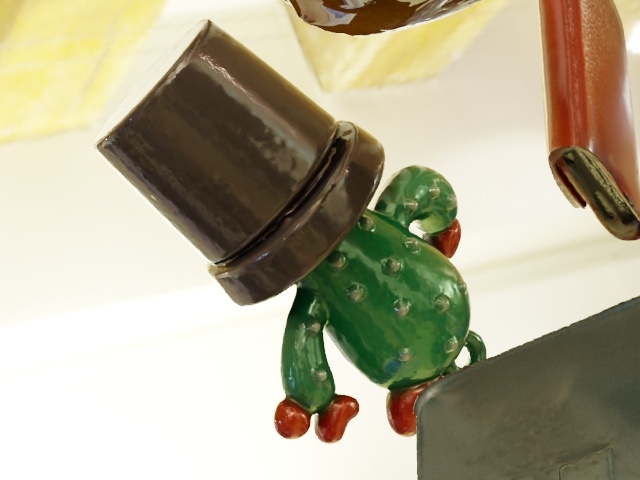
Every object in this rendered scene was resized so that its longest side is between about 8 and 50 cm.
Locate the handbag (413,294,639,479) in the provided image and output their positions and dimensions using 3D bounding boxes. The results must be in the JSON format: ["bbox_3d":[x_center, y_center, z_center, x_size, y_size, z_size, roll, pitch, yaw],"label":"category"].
[{"bbox_3d":[0.168,0.131,0.953,0.229,0.179,0.062,-26,-54,24],"label":"handbag"}]

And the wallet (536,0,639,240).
[{"bbox_3d":[0.207,-0.115,1.206,0.045,0.204,0.142,-16,-36,26],"label":"wallet"}]

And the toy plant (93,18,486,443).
[{"bbox_3d":[0.004,-0.008,1.341,0.185,0.400,0.279,-37,18,34],"label":"toy plant"}]

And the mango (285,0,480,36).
[{"bbox_3d":[0.084,-0.222,1.008,0.287,0.153,0.201,-11,-2,31],"label":"mango"}]
